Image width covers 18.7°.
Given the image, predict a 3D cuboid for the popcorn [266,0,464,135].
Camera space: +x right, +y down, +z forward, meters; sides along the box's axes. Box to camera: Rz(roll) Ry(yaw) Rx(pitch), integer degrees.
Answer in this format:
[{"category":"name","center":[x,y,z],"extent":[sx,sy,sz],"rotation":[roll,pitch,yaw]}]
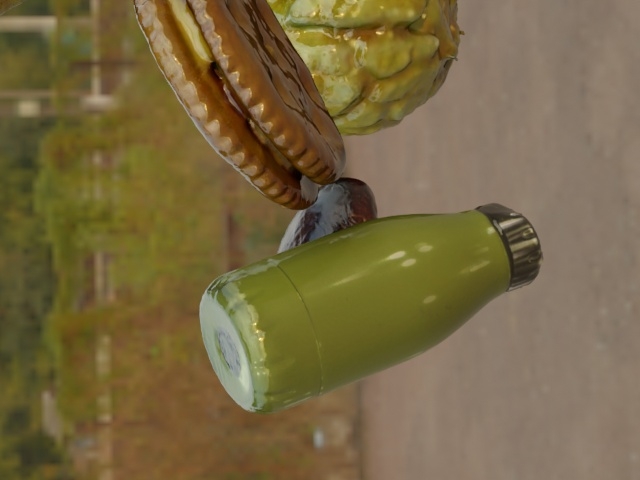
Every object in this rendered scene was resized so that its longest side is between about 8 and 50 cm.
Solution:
[{"category":"popcorn","center":[0.018,-0.229,1.912],"extent":[0.282,0.247,0.282],"rotation":[173,90,-90]}]

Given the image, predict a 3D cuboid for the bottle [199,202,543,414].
[{"category":"bottle","center":[0.044,0.040,1.470],"extent":[0.112,0.260,0.112],"rotation":[50,151,41]}]

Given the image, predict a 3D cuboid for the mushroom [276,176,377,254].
[{"category":"mushroom","center":[0.000,0.000,1.602],"extent":[0.123,0.052,0.123],"rotation":[-50,15,19]}]

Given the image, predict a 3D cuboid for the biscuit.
[{"category":"biscuit","center":[-0.055,-0.123,1.422],"extent":[0.220,0.066,0.220],"rotation":[53,-166,-20]}]

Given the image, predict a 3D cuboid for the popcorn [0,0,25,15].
[{"category":"popcorn","center":[-0.442,-0.308,1.878],"extent":[0.321,0.290,0.325],"rotation":[-8,-73,-71]}]
